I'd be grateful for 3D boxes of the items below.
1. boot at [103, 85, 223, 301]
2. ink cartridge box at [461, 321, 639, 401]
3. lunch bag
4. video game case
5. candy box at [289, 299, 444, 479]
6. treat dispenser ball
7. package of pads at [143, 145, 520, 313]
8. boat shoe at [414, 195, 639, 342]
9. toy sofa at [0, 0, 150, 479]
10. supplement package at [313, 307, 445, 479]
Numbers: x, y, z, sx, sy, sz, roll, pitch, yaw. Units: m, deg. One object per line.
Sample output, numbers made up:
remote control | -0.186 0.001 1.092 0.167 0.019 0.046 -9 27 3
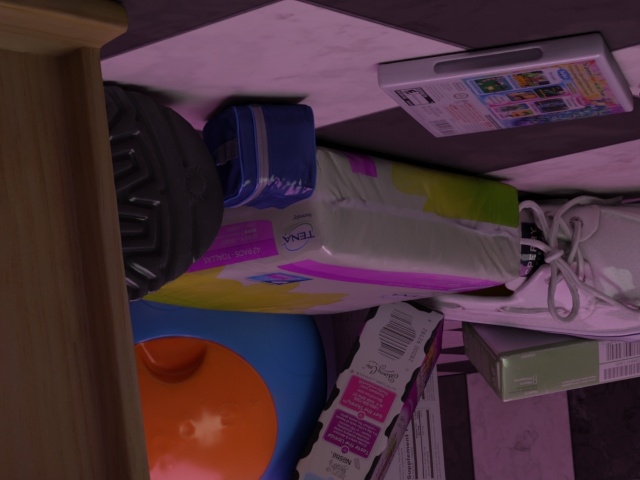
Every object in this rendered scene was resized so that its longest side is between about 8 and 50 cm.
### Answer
boot | -0.333 0.007 1.156 0.367 0.146 0.445 -12 -179 -37
ink cartridge box | 0.224 0.077 1.695 0.171 0.056 0.235 -10 -158 -11
lunch bag | -0.049 -0.057 1.141 0.065 0.067 0.098 0 171 -21
video game case | 0.127 -0.100 1.101 0.143 0.019 0.157 -7 169 17
candy box | 0.041 0.177 1.584 0.071 0.233 0.159 23 165 9
treat dispenser ball | -0.137 0.136 1.609 0.288 0.288 0.288 -4 171 -1
package of pads | 0.000 0.000 1.402 0.229 0.101 0.296 -12 167 37
boat shoe | 0.207 0.013 1.538 0.367 0.136 0.156 3 171 21
toy sofa | -0.188 0.053 0.861 0.150 0.362 0.177 5 161 -45
supplement package | 0.007 0.146 1.794 0.145 0.262 0.204 4 168 -39
